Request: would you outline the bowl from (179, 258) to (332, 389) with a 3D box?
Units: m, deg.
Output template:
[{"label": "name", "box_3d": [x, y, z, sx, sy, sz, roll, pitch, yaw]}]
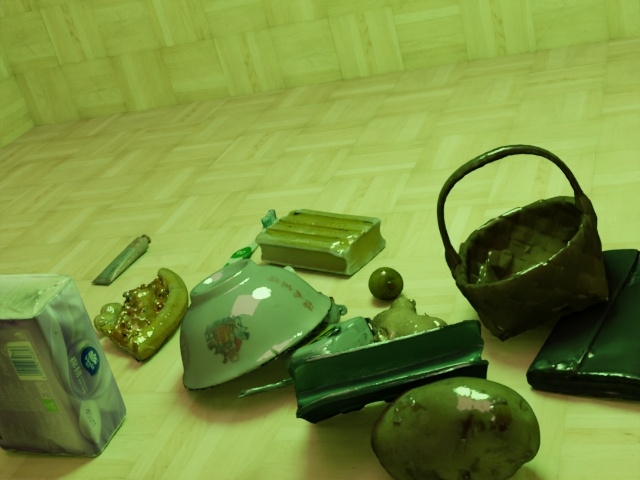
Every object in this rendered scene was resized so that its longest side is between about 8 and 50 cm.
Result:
[{"label": "bowl", "box_3d": [-0.162, 0.137, 1.812, 0.345, 0.157, 0.345, -27, 12, 6]}]

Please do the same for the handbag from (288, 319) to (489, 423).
[{"label": "handbag", "box_3d": [0.118, 0.224, 1.519, 0.326, 0.089, 0.238, -16, -20, 3]}]

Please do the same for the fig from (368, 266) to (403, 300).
[{"label": "fig", "box_3d": [0.136, 0.092, 1.948, 0.074, 0.074, 0.088, -24, 11, -18]}]

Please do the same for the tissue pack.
[{"label": "tissue pack", "box_3d": [-0.533, 0.238, 1.708, 0.242, 0.338, 0.160, 0, 33, 22]}]

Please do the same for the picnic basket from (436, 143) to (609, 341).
[{"label": "picnic basket", "box_3d": [0.363, -0.025, 1.706, 0.293, 0.337, 0.337, -24, 22, 18]}]

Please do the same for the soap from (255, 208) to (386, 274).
[{"label": "soap", "box_3d": [0.000, 0.000, 2.193, 0.274, 0.089, 0.173, 8, 32, 40]}]

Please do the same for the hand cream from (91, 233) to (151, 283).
[{"label": "hand cream", "box_3d": [-0.531, 0.053, 2.450, 0.067, 0.043, 0.209, 2, 35, 32]}]

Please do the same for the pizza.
[{"label": "pizza", "box_3d": [-0.398, 0.162, 2.097, 0.182, 0.073, 0.365, -1, 26, 9]}]

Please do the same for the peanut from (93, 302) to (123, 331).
[{"label": "peanut", "box_3d": [-0.501, 0.181, 2.144, 0.054, 0.054, 0.113, -8, 21, 15]}]

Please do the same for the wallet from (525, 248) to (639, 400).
[{"label": "wallet", "box_3d": [0.543, 0.138, 1.623, 0.228, 0.062, 0.406, 3, 31, 35]}]

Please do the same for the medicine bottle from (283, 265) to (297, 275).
[{"label": "medicine bottle", "box_3d": [-0.100, 0.097, 2.089, 0.089, 0.052, 0.052, -29, 28, -28]}]

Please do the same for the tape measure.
[{"label": "tape measure", "box_3d": [-0.041, 0.244, 1.660, 0.330, 0.084, 0.164, -32, 2, -43]}]

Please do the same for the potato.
[{"label": "potato", "box_3d": [0.201, 0.290, 1.381, 0.262, 0.165, 0.165, -6, 26, 22]}]

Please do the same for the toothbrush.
[{"label": "toothbrush", "box_3d": [-0.203, 0.045, 2.289, 0.042, 0.040, 0.418, 0, 33, 28]}]

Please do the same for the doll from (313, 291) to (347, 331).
[{"label": "doll", "box_3d": [0.000, 0.151, 1.911, 0.104, 0.062, 0.194, 1, 13, -8]}]

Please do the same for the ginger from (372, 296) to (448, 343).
[{"label": "ginger", "box_3d": [0.162, 0.169, 1.766, 0.137, 0.074, 0.213, -13, 27, -18]}]
